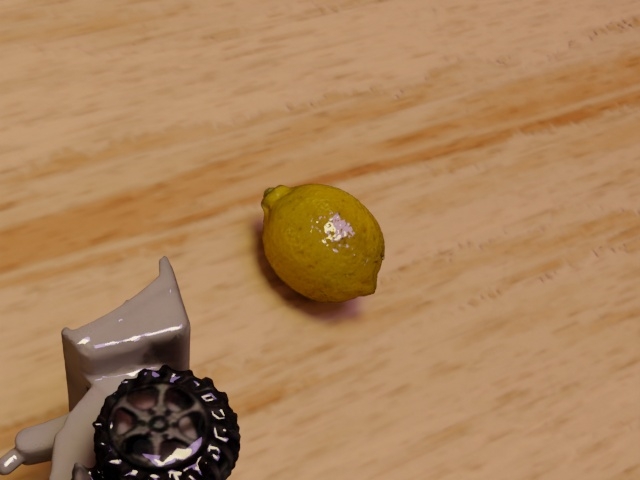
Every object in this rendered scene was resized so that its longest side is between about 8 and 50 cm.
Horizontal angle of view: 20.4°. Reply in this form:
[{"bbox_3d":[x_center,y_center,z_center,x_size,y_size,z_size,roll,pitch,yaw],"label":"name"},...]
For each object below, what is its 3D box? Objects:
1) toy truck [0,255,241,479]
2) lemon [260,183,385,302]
[{"bbox_3d":[-0.085,0.150,0.771,0.111,0.136,0.285,-4,55,-9],"label":"toy truck"},{"bbox_3d":[0.000,0.000,0.984,0.083,0.062,0.062,44,46,3],"label":"lemon"}]
